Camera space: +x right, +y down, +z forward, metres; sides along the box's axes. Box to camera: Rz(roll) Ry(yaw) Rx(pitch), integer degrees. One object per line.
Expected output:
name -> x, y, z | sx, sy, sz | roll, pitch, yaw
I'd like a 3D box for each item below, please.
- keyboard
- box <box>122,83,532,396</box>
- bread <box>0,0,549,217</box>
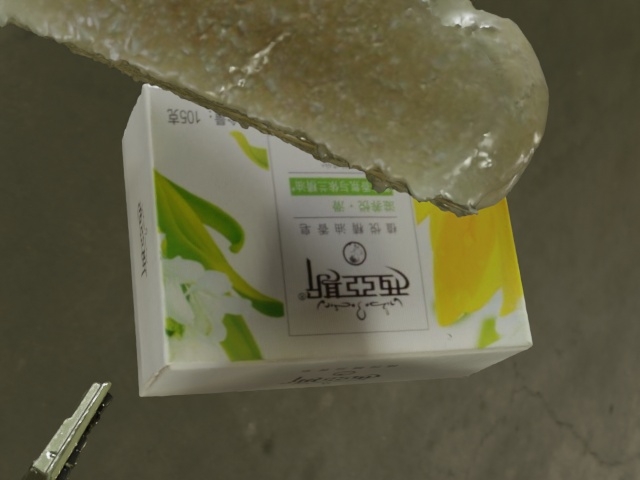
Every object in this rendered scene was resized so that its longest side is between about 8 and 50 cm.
keyboard -> -0.119, 0.103, 0.464 | 0.015, 0.129, 0.049 | 36, 50, -4
box -> 0.000, 0.000, 0.762 | 0.261, 0.111, 0.194 | -1, 72, -22
bread -> -0.023, -0.145, 0.615 | 0.102, 0.337, 0.183 | -21, 133, -78
